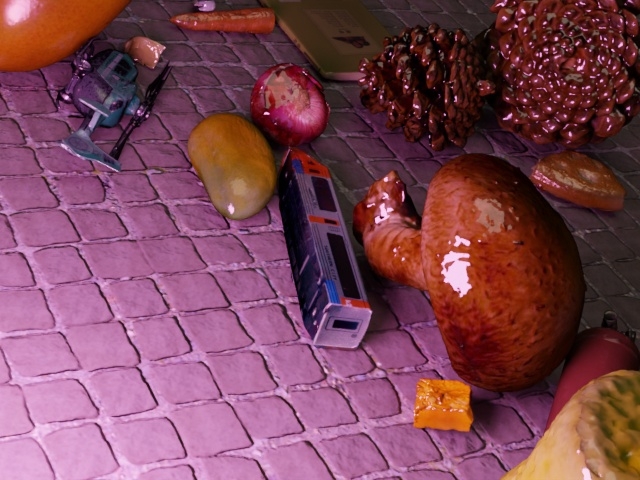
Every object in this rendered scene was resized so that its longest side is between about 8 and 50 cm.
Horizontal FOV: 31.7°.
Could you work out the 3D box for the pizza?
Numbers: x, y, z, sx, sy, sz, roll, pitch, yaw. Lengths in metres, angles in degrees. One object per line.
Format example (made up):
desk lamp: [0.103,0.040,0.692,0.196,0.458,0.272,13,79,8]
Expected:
pizza: [0.485,-0.124,2.167,0.182,0.062,0.161,10,42,-6]

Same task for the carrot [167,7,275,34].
carrot: [-0.199,-0.441,2.273,0.224,0.057,0.057,-7,42,-29]

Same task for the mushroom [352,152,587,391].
mushroom: [0.195,0.033,1.588,0.356,0.331,0.334,9,51,10]

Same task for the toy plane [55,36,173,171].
toy plane: [-0.354,-0.227,1.856,0.155,0.106,0.382,28,28,-9]

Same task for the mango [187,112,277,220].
mango: [-0.135,-0.119,1.819,0.137,0.091,0.237,-6,47,-25]

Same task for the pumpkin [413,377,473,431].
pumpkin: [0.166,0.224,1.520,0.083,0.054,0.074,1,29,11]

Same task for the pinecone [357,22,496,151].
pinecone: [0.203,-0.292,2.111,0.243,0.243,0.257,-8,22,-35]

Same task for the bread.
bread: [0.338,0.329,1.231,0.348,0.308,0.348,16,30,-9]

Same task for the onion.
onion: [-0.068,-0.234,2.014,0.150,0.140,0.150,5,80,-28]

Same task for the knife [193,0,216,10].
knife: [-0.241,-0.493,2.310,0.044,0.023,0.162,-7,23,-9]

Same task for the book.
book: [0.034,-0.440,2.399,0.239,0.035,0.352,-5,41,-29]

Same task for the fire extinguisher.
fire extinguisher: [0.382,0.222,1.576,0.106,0.147,0.337,15,41,16]

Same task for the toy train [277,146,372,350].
toy train: [0.000,0.000,1.719,0.089,0.086,0.409,9,35,-17]

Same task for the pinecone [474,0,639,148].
pinecone: [0.499,-0.364,2.271,0.384,0.384,0.384,13,34,-9]

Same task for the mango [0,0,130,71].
mango: [-0.449,-0.430,1.912,0.378,0.264,0.221,-35,85,-30]

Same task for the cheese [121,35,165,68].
cheese: [-0.331,-0.343,2.063,0.084,0.060,0.041,2,36,-35]
